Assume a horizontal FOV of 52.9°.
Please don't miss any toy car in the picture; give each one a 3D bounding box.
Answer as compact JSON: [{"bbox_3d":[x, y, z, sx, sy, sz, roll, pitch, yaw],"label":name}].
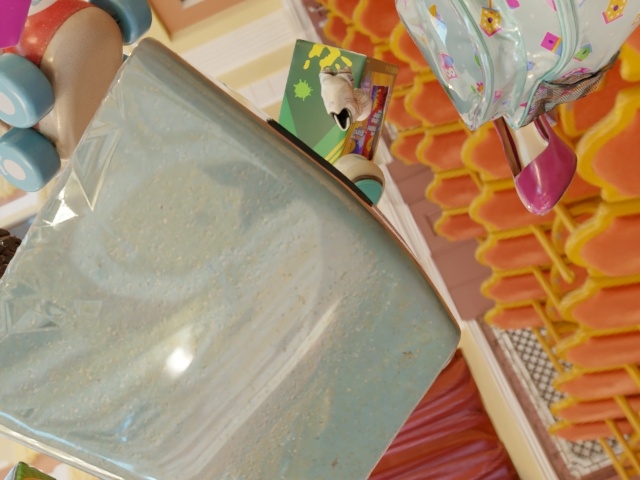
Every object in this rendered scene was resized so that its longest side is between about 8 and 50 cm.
[{"bbox_3d":[-0.363,-0.221,0.760,0.219,0.238,0.210,-59,-3,-38],"label":"toy car"}]

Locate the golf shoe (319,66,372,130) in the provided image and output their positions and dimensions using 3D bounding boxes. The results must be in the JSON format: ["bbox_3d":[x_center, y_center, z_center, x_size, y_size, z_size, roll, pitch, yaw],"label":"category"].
[{"bbox_3d":[0.040,-0.221,1.080,0.176,0.069,0.085,23,-112,-66],"label":"golf shoe"}]

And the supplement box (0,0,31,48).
[{"bbox_3d":[-0.251,-0.195,0.308,0.220,0.111,0.114,42,-140,1],"label":"supplement box"}]

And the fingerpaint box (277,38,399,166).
[{"bbox_3d":[0.039,-0.260,1.531,0.445,0.163,0.370,-37,-37,-71],"label":"fingerpaint box"}]

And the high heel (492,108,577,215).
[{"bbox_3d":[0.358,-0.196,1.192,0.181,0.127,0.377,32,-145,-13],"label":"high heel"}]

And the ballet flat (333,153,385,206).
[{"bbox_3d":[0.000,0.000,0.794,0.086,0.248,0.086,24,-154,-13],"label":"ballet flat"}]

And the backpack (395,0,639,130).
[{"bbox_3d":[0.142,-0.181,0.468,0.165,0.145,0.188,63,171,11],"label":"backpack"}]

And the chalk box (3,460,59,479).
[{"bbox_3d":[-0.289,0.369,0.654,0.179,0.180,0.289,39,175,-21],"label":"chalk box"}]

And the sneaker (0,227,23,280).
[{"bbox_3d":[-0.474,0.087,0.982,0.330,0.147,0.129,28,-154,-11],"label":"sneaker"}]

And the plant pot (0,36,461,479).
[{"bbox_3d":[-0.046,0.045,0.472,0.252,0.247,0.248,32,-173,-1],"label":"plant pot"}]
